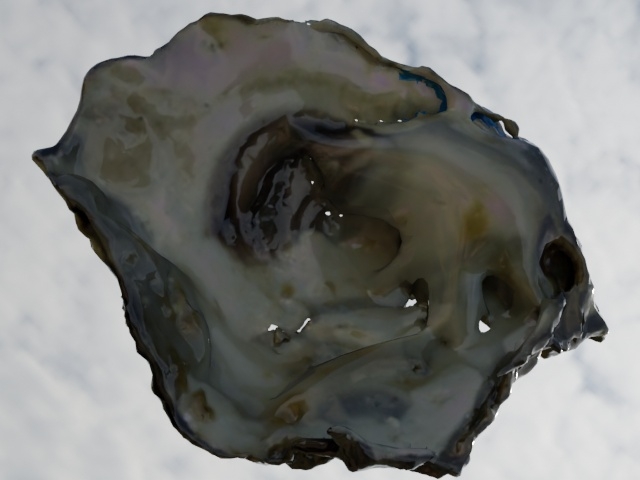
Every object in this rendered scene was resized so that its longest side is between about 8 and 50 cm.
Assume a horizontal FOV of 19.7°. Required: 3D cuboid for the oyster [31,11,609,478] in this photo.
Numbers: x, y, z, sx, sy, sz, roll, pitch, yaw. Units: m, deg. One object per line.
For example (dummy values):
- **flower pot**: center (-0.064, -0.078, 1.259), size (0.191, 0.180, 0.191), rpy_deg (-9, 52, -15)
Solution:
- **oyster**: center (0.000, 0.000, 0.773), size (0.223, 0.214, 0.083), rpy_deg (53, -33, 5)
